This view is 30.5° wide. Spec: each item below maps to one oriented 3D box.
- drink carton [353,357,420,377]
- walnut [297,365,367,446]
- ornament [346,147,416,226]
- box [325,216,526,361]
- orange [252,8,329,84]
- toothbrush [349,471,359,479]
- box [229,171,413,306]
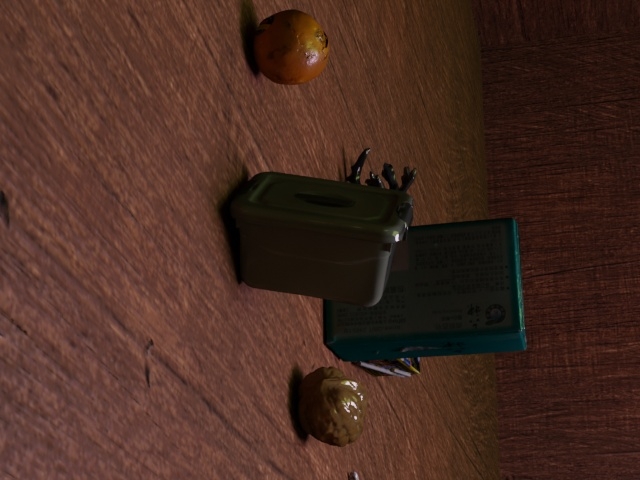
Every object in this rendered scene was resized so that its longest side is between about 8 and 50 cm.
[{"bbox_3d":[0.092,0.157,1.644,0.166,0.071,0.056,45,45,-68],"label":"drink carton"},{"bbox_3d":[0.013,0.184,1.303,0.079,0.083,0.096,58,-8,45],"label":"walnut"},{"bbox_3d":[0.093,-0.005,1.661,0.202,0.080,0.236,-51,-127,58],"label":"ornament"},{"bbox_3d":[0.132,0.065,1.481,0.092,0.245,0.153,57,31,-66],"label":"box"},{"bbox_3d":[-0.032,-0.205,1.257,0.083,0.084,0.083,-6,90,-76],"label":"orange"},{"bbox_3d":[0.055,0.372,1.527,0.017,0.014,0.162,-45,129,-55],"label":"toothbrush"},{"bbox_3d":[0.000,0.000,1.152,0.124,0.172,0.092,-60,157,-66],"label":"box"}]
